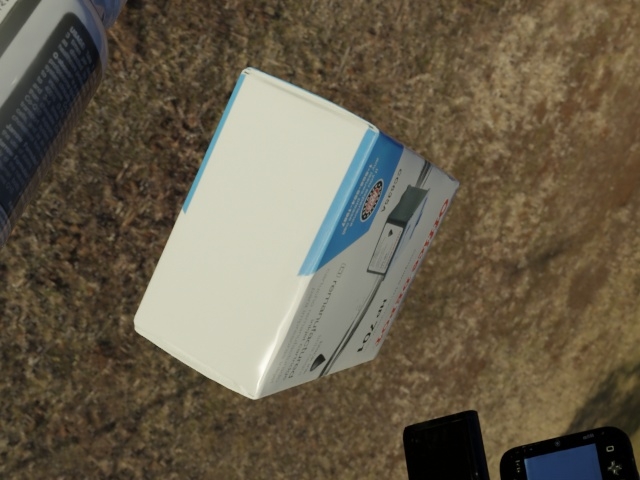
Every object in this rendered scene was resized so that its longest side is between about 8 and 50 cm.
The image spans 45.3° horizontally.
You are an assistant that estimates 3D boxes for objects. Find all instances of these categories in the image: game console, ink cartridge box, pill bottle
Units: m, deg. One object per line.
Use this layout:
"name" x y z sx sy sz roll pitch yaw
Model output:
"game console" 0.280 0.340 1.117 0.044 0.361 0.213 19 55 -45
"ink cartridge box" 0.000 0.000 0.439 0.140 0.082 0.190 -65 158 7
"pill bottle" -0.315 -0.143 0.669 0.210 0.210 0.363 72 34 -56
